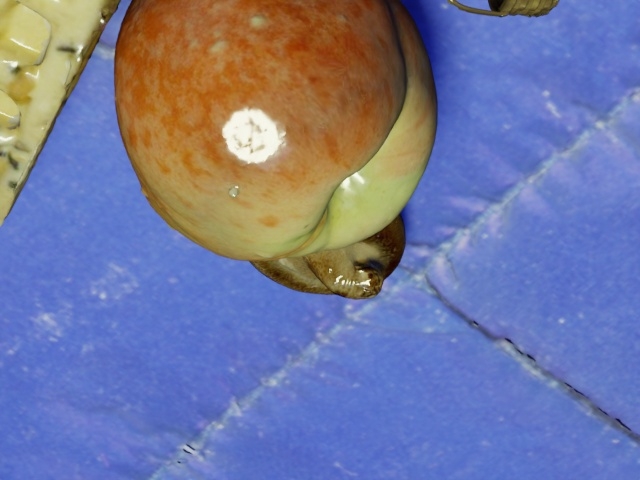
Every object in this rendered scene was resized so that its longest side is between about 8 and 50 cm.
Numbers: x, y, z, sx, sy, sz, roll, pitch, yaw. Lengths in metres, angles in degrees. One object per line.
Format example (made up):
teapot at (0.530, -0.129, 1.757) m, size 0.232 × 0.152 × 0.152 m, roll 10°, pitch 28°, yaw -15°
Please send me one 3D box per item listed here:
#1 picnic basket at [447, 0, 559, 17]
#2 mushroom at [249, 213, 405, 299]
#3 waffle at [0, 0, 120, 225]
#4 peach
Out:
picnic basket at (0.110, -0.177, 1.172) m, size 0.083 × 0.072 × 0.072 m, roll 5°, pitch 129°, yaw -13°
mushroom at (0.003, -0.007, 1.301) m, size 0.109 × 0.085 × 0.126 m, roll 15°, pitch 153°, yaw 29°
waffle at (-0.240, -0.203, 1.138) m, size 0.261 × 0.114 × 0.376 m, roll 23°, pitch 126°, yaw -15°
peach at (-0.041, -0.099, 1.164) m, size 0.232 × 0.232 × 0.232 m, roll 1°, pitch 128°, yaw 1°
